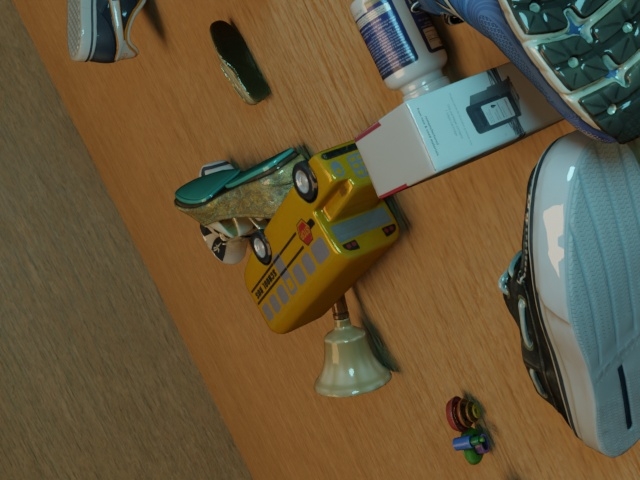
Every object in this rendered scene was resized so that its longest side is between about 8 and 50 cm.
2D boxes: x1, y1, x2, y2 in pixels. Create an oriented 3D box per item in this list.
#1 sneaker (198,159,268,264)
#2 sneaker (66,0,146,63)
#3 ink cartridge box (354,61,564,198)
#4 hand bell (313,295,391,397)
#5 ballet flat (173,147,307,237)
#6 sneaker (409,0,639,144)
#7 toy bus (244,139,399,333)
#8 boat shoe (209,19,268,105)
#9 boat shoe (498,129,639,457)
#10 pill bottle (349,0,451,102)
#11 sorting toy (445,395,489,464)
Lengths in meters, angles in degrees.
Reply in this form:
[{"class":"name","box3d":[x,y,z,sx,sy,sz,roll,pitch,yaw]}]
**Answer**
[{"class":"sneaker","box3d":[-0.159,-0.019,1.439,0.153,0.094,0.235,52,147,45]},{"class":"sneaker","box3d":[-0.390,-0.482,1.399,0.126,0.127,0.321,8,99,57]},{"class":"ink cartridge box","box3d":[0.122,-0.098,0.659,0.063,0.150,0.109,66,158,1]},{"class":"hand bell","box3d":[0.029,0.107,1.202,0.126,0.126,0.242,8,111,64]},{"class":"ballet flat","box3d":[-0.125,-0.061,1.241,0.348,0.123,0.123,-8,109,52]},{"class":"sneaker","box3d":[0.139,-0.208,0.566,0.330,0.129,0.147,60,173,14]},{"class":"toy bus","box3d":[0.000,0.000,1.023,0.130,0.108,0.333,60,148,15]},{"class":"boat shoe","box3d":[-0.129,-0.261,1.151,0.135,0.050,0.045,62,153,0]},{"class":"boat shoe","box3d":[0.210,0.053,0.674,0.119,0.121,0.335,27,142,48]},{"class":"pill bottle","box3d":[0.082,-0.188,0.749,0.120,0.067,0.067,64,158,-4]},{"class":"sorting toy","box3d":[0.205,0.256,1.032,0.042,0.061,0.102,-20,107,34]}]
